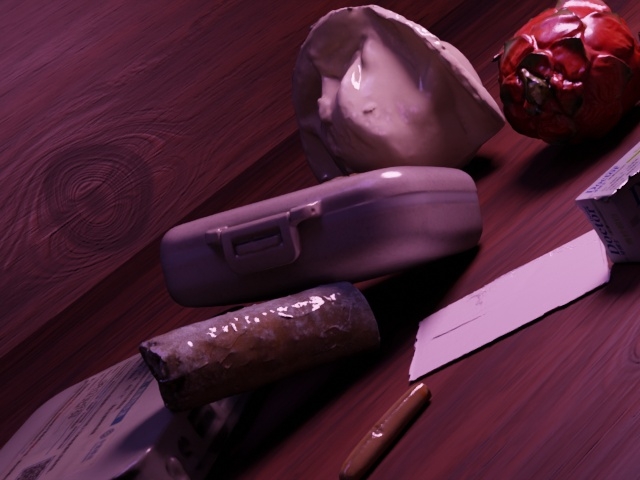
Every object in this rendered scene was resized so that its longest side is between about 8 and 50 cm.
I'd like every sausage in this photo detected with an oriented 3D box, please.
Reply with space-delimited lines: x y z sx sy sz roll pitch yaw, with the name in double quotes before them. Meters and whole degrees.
"sausage" 0.059 0.180 1.066 0.132 0.024 0.024 -42 15 -35

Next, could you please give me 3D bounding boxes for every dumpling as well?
"dumpling" 0.094 -0.216 1.781 0.233 0.316 0.395 -39 9 -38

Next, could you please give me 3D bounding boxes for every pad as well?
"pad" 0.194 0.065 1.196 0.232 0.004 0.156 -30 14 18

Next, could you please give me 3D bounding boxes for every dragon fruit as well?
"dragon fruit" 0.335 -0.230 1.520 0.274 0.193 0.192 -49 -9 -49

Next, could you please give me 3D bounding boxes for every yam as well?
"yam" -0.065 0.115 1.256 0.259 0.093 0.093 -16 5 -23

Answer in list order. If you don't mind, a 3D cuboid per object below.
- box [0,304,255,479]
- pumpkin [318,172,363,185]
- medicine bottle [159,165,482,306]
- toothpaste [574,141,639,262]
"box" -0.264 0.259 1.393 0.396 0.111 0.396 -27 15 26
"pumpkin" 0.027 -0.034 1.708 0.131 0.126 0.248 -33 12 -4
"medicine bottle" 0.000 0.000 1.425 0.375 0.123 0.282 -13 -6 31
"toothpaste" 0.396 -0.108 1.152 0.336 0.081 0.067 -39 13 -21
